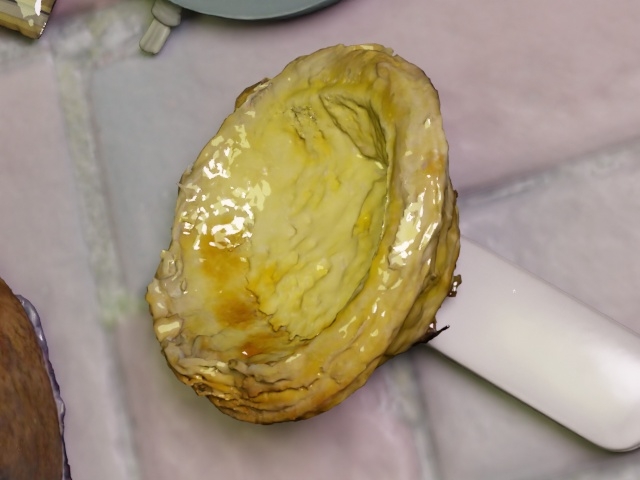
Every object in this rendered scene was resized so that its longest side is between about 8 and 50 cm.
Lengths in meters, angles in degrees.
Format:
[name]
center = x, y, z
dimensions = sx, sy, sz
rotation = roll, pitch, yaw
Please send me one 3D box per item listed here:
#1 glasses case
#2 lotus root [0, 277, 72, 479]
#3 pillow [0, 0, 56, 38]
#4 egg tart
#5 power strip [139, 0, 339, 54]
[glasses case]
center = 0.111, 0.052, 0.987
dimensions = 0.164, 0.041, 0.063
rotation = 30, 89, 20
[lotus root]
center = -0.281, 0.112, 1.005
dimensions = 0.272, 0.192, 0.272
rotation = -1, 85, 13
[pillow]
center = -0.176, -0.228, 1.139
dimensions = 0.113, 0.038, 0.203
rotation = 19, 82, 23
[egg tart]
center = 0.000, 0.001, 0.987
dimensions = 0.213, 0.090, 0.212
rotation = -21, 58, 37
[power strip]
center = -0.031, -0.205, 1.047
dimensions = 0.253, 0.054, 0.167
rotation = -40, 92, 22
